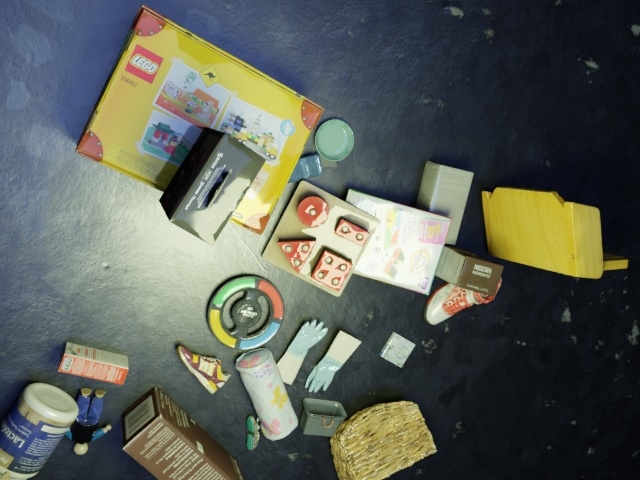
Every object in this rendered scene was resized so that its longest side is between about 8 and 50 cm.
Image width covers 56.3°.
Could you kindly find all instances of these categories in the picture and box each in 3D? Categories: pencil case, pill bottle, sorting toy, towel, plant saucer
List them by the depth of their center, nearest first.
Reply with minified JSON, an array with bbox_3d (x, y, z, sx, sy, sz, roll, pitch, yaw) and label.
[{"bbox_3d":[-0.769,0.520,1.562,0.153,0.153,0.264,34,89,-23],"label":"pill bottle"},{"bbox_3d":[0.000,0.000,1.702,0.256,0.089,0.257,27,98,-4],"label":"sorting toy"},{"bbox_3d":[-0.054,-0.207,1.721,0.120,0.029,0.067,-16,107,-16],"label":"towel"},{"bbox_3d":[0.038,-0.291,1.739,0.120,0.021,0.119,-5,104,-19],"label":"plant saucer"},{"bbox_3d":[-0.160,0.458,1.788,0.114,0.124,0.272,-34,115,-39],"label":"pencil case"}]

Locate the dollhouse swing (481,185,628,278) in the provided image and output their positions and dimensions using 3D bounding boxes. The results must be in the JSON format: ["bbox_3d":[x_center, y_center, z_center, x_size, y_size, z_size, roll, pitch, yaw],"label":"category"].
[{"bbox_3d":[0.756,-0.045,1.882,0.305,0.347,0.314,-18,107,-25],"label":"dollhouse swing"}]

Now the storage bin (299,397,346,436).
[{"bbox_3d":[0.003,0.567,1.886,0.135,0.098,0.091,11,108,-22],"label":"storage bin"}]

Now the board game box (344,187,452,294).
[{"bbox_3d":[0.201,0.003,1.779,0.317,0.064,0.242,17,98,-1],"label":"board game box"}]

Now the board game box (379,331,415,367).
[{"bbox_3d":[0.252,0.358,1.961,0.090,0.020,0.090,33,90,-22],"label":"board game box"}]

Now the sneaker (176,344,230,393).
[{"bbox_3d":[-0.339,0.354,1.731,0.084,0.070,0.185,-41,118,-16],"label":"sneaker"}]

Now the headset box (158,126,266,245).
[{"bbox_3d":[-0.244,-0.127,1.320,0.110,0.293,0.218,32,92,-23],"label":"headset box"}]

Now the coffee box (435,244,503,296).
[{"bbox_3d":[0.424,0.079,1.837,0.141,0.246,0.098,14,97,-22],"label":"coffee box"}]

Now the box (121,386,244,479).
[{"bbox_3d":[-0.383,0.614,1.701,0.143,0.191,0.381,-40,112,-7],"label":"box"}]

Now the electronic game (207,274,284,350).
[{"bbox_3d":[-0.216,0.212,1.747,0.230,0.048,0.229,-4,103,-18],"label":"electronic game"}]

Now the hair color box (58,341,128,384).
[{"bbox_3d":[-0.608,0.331,1.610,0.167,0.093,0.053,20,94,-22],"label":"hair color box"}]

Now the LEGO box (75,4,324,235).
[{"bbox_3d":[-0.304,-0.289,1.524,0.501,0.193,0.372,26,93,-23],"label":"LEGO box"}]

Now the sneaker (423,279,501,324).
[{"bbox_3d":[0.460,0.182,1.928,0.270,0.145,0.090,-43,112,-6],"label":"sneaker"}]

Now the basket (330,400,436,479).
[{"bbox_3d":[0.182,0.653,1.955,0.299,0.223,0.213,-20,75,-18],"label":"basket"}]

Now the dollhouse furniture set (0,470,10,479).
[{"bbox_3d":[-0.913,0.729,1.424,0.363,0.256,0.393,17,120,12],"label":"dollhouse furniture set"}]

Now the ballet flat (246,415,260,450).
[{"bbox_3d":[-0.206,0.588,1.845,0.041,0.041,0.114,-1,103,-19],"label":"ballet flat"}]

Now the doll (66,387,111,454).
[{"bbox_3d":[-0.646,0.508,1.661,0.129,0.046,0.188,14,97,-21],"label":"doll"}]

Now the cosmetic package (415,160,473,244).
[{"bbox_3d":[0.373,-0.114,1.856,0.127,0.107,0.237,12,101,-21],"label":"cosmetic package"}]

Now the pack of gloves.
[{"bbox_3d":[-0.018,0.356,1.862,0.195,0.046,0.232,30,101,-22],"label":"pack of gloves"}]
